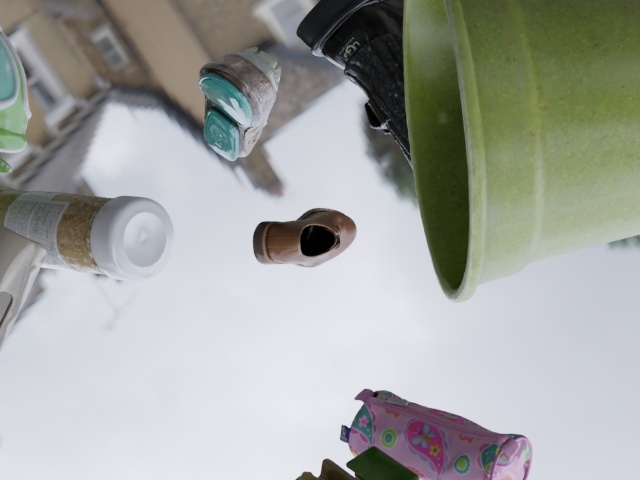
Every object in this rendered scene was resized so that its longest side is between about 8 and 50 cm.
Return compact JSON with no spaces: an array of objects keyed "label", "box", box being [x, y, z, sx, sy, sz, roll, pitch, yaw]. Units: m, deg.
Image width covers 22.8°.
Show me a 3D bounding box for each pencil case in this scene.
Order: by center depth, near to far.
[{"label":"pencil case","box":[0.172,0.307,2.358,0.284,0.124,0.124,16,-133,38]}]

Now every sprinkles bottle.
[{"label":"sprinkles bottle","box":[-0.373,-0.013,2.354,0.355,0.121,0.121,5,-140,44]}]

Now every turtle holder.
[{"label":"turtle holder","box":[-0.602,-0.231,2.419,0.320,0.227,0.243,8,-179,-4]}]

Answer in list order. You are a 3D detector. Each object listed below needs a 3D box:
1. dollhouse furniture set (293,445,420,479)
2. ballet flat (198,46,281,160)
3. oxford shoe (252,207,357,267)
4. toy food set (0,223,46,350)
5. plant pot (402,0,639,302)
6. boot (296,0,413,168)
[{"label":"dollhouse furniture set","box":[-0.018,0.327,1.830,0.197,0.151,0.301,-34,-152,-18]},{"label":"ballet flat","box":[-0.106,-0.202,2.149,0.106,0.107,0.316,-50,180,-14]},{"label":"oxford shoe","box":[0.000,0.000,2.027,0.076,0.076,0.212,-1,-173,29]},{"label":"toy food set","box":[-0.496,0.048,2.115,0.306,0.092,0.220,30,-86,42]},{"label":"plant pot","box":[0.211,-0.103,1.239,0.254,0.276,0.276,-7,-163,-5]},{"label":"boot","box":[0.131,-0.205,1.996,0.131,0.260,0.348,-48,171,29]}]
